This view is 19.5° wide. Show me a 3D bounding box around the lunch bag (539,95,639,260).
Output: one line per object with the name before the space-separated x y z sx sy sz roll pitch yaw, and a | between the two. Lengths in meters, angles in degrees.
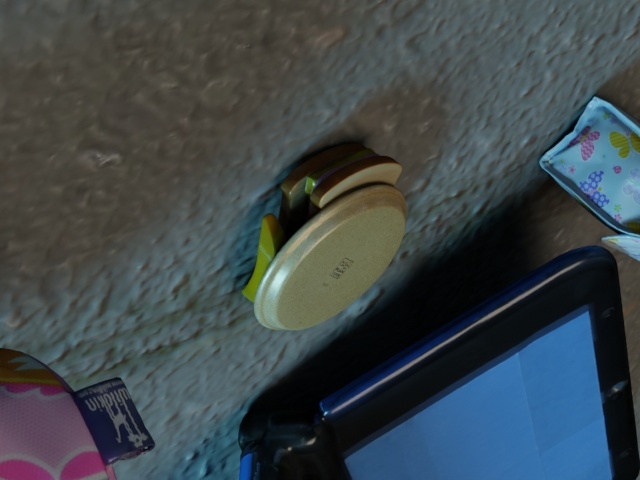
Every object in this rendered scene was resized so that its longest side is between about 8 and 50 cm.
lunch bag | 0.151 -0.018 0.853 0.053 0.083 0.071 -51 151 10

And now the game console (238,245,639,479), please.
game console | 0.071 0.179 0.901 0.173 0.250 0.293 -5 150 11

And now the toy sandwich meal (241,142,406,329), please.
toy sandwich meal | 0.000 0.000 0.744 0.085 0.029 0.085 -33 153 -20

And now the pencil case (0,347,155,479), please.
pencil case | -0.181 0.126 0.531 0.284 0.124 0.124 -20 142 -35
